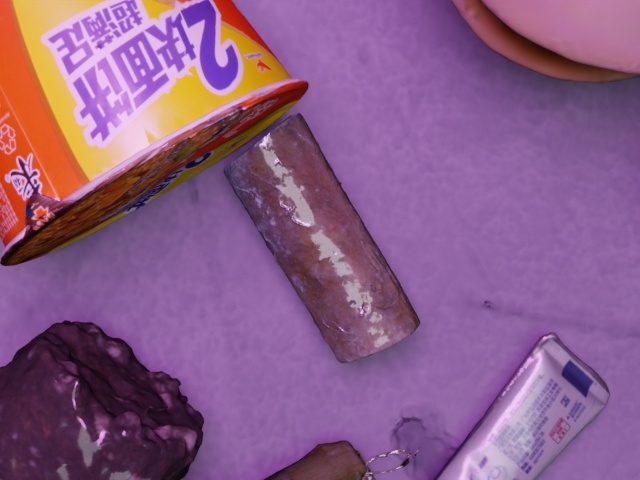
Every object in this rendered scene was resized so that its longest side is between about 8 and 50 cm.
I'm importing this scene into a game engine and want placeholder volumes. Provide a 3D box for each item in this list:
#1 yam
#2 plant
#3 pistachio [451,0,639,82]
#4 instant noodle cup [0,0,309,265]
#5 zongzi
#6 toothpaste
[{"bbox_3d":[0.000,0.000,0.745,0.068,0.068,0.169,-30,101,-3],"label":"yam"},{"bbox_3d":[-0.195,0.192,0.708,0.149,0.146,0.274,36,93,9],"label":"plant"},{"bbox_3d":[0.195,-0.264,0.629,0.445,0.281,0.365,19,86,-7],"label":"pistachio"},{"bbox_3d":[-0.139,-0.109,0.654,0.213,0.213,0.174,-31,91,-3],"label":"instant noodle cup"},{"bbox_3d":[0.007,0.208,0.789,0.154,0.062,0.130,-27,121,-19],"label":"zongzi"},{"bbox_3d":[0.102,0.188,0.790,0.069,0.047,0.268,40,88,9],"label":"toothpaste"}]
